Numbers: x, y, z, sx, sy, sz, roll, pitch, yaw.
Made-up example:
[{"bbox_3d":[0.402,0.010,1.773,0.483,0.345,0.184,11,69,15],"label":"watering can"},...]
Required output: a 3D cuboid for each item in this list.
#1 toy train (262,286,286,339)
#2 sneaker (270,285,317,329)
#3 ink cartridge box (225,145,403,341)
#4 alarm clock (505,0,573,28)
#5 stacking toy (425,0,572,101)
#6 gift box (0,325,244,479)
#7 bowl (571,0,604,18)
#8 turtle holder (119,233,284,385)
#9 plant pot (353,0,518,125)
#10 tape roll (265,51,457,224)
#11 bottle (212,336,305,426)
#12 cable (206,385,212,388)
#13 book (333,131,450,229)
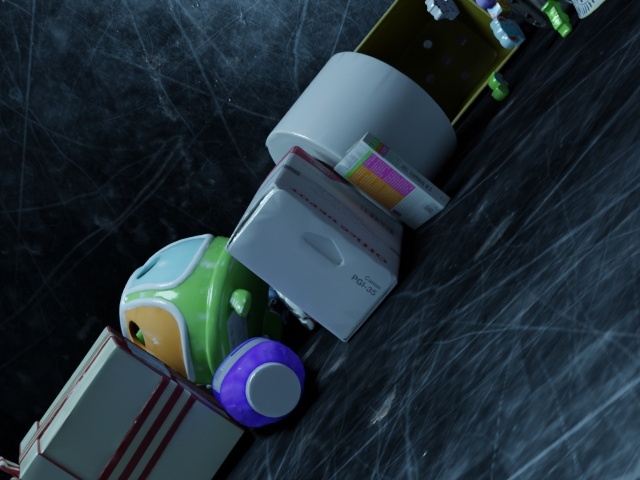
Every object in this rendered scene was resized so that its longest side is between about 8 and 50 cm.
[{"bbox_3d":[-0.089,0.085,2.311,0.105,0.080,0.184,113,166,-58],"label":"toy train"},{"bbox_3d":[-0.005,0.046,2.060,0.118,0.107,0.279,-37,13,16],"label":"sneaker"},{"bbox_3d":[-0.002,-0.005,1.765,0.117,0.207,0.283,-51,5,15],"label":"ink cartridge box"},{"bbox_3d":[0.331,-0.377,1.975,0.064,0.129,0.192,-53,26,-5],"label":"alarm clock"},{"bbox_3d":[0.262,-0.340,1.933,0.052,0.221,0.167,-7,-32,-41],"label":"stacking toy"},{"bbox_3d":[-0.284,0.290,1.803,0.258,0.255,0.276,-55,7,-4],"label":"gift box"},{"bbox_3d":[0.395,-0.404,1.829,0.170,0.080,0.170,-51,6,7],"label":"bowl"},{"bbox_3d":[-0.187,0.085,2.106,0.243,0.227,0.320,72,-155,-54],"label":"turtle holder"},{"bbox_3d":[0.209,-0.324,2.266,0.212,0.212,0.187,-50,-7,10],"label":"plant pot"},{"bbox_3d":[0.064,-0.145,1.978,0.169,0.246,0.246,-52,5,-17],"label":"tape roll"},{"bbox_3d":[-0.078,0.189,1.713,0.118,0.092,0.283,-46,5,-9],"label":"bottle"},{"bbox_3d":[-0.162,0.173,2.543,0.257,0.089,0.257,-52,5,-9],"label":"cable"},{"bbox_3d":[0.098,-0.080,1.775,0.035,0.144,0.096,-54,6,-27],"label":"book"}]
